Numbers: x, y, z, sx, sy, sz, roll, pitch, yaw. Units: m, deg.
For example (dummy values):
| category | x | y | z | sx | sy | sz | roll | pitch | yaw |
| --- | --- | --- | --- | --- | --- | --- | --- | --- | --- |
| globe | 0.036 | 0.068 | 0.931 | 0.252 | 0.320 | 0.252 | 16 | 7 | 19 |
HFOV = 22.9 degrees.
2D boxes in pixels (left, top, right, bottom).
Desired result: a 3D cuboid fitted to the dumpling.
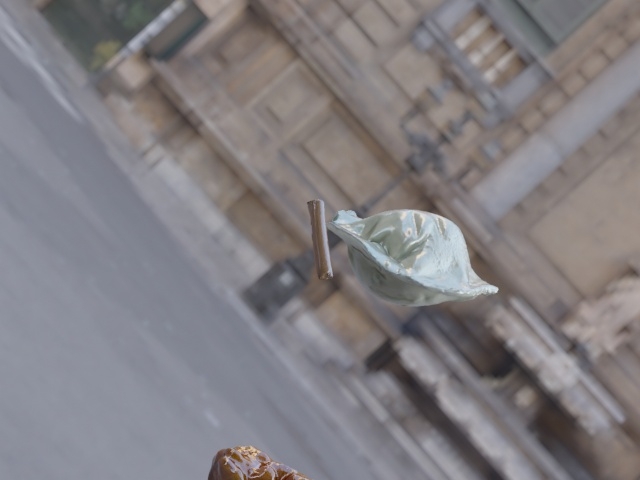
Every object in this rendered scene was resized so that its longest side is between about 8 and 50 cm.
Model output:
| category | x | y | z | sx | sy | sz | roll | pitch | yaw |
| --- | --- | --- | --- | --- | --- | --- | --- | --- | --- |
| dumpling | 0.097 | 0.022 | 1.760 | 0.155 | 0.181 | 0.111 | -11 | 100 | -64 |

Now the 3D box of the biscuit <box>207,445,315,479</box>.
| category | x | y | z | sx | sy | sz | roll | pitch | yaw |
| --- | --- | --- | --- | --- | --- | --- | --- | --- | --- |
| biscuit | -0.025 | 0.442 | 2.157 | 0.312 | 0.110 | 0.318 | 25 | -46 | 28 |

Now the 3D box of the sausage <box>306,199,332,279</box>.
| category | x | y | z | sx | sy | sz | roll | pitch | yaw |
| --- | --- | --- | --- | --- | --- | --- | --- | --- | --- |
| sausage | 0.000 | 0.000 | 2.211 | 0.026 | 0.026 | 0.116 | 46 | 34 | -65 |
